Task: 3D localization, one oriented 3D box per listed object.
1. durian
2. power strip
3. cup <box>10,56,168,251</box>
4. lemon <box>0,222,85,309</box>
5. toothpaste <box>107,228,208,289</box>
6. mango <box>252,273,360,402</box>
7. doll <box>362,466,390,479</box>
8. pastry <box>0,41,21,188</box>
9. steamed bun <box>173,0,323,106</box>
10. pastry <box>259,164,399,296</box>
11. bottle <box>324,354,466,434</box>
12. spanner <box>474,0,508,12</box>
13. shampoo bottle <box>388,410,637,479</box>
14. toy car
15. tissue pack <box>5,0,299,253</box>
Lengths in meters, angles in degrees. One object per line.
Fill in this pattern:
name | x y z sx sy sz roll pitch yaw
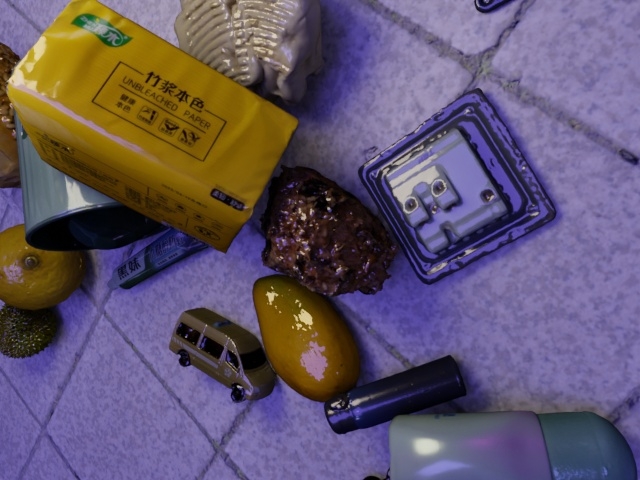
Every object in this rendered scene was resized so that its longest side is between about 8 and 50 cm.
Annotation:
durian | -0.837 0.237 1.380 0.159 0.146 0.198 -16 74 31
power strip | 0.215 -0.085 0.815 0.256 0.092 0.251 -33 76 23
cup | -0.463 -0.192 1.090 0.310 0.400 0.393 -33 71 63
lemon | -0.748 0.063 1.264 0.253 0.228 0.229 8 98 32
toothpaste | -0.383 0.035 1.161 0.392 0.061 0.099 -28 79 25
mango | -0.034 0.191 0.962 0.176 0.119 0.317 -45 68 23
doll | 0.137 0.477 0.920 0.219 0.067 0.091 -40 73 19
pastry | -0.810 -0.329 1.203 0.244 0.409 0.410 -30 78 -8
steamed bun | -0.117 -0.373 0.909 0.275 0.203 0.289 27 126 14
pastry | 0.000 0.000 0.845 0.275 0.275 0.193 44 99 18
bottle | 0.128 0.273 0.852 0.244 0.072 0.082 -22 126 6
spanner | 0.388 -0.433 0.731 0.315 0.024 0.087 -21 90 28
shampoo bottle | 0.289 0.344 0.750 0.349 0.222 0.151 -7 52 16
toy car | -0.208 0.245 1.064 0.256 0.101 0.125 22 101 26
tissue pack | -0.267 -0.170 0.832 0.381 0.293 0.228 27 70 -11
